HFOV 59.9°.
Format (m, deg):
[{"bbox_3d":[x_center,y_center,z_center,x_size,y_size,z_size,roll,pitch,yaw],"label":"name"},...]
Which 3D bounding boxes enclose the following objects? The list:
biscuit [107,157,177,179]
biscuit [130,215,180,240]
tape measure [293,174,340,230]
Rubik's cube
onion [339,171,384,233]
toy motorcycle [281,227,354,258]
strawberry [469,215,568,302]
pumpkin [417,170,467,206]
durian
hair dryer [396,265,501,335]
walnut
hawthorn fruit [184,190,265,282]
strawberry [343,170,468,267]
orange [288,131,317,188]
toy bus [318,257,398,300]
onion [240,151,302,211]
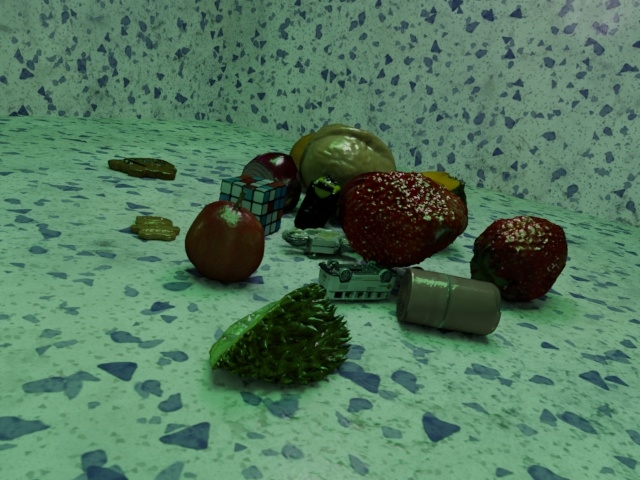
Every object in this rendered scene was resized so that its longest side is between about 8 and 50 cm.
[{"bbox_3d":[-0.706,-0.307,2.273,0.278,0.043,0.301,10,17,-2],"label":"biscuit"},{"bbox_3d":[-0.464,-0.039,1.572,0.134,0.027,0.184,6,17,-10],"label":"biscuit"},{"bbox_3d":[0.002,-0.120,1.827,0.112,0.199,0.186,30,19,2],"label":"tape measure"},{"bbox_3d":[-0.213,-0.107,1.721,0.155,0.154,0.151,15,18,18],"label":"Rubik's cube"},{"bbox_3d":[0.189,-0.095,1.751,0.276,0.276,0.276,9,17,-3],"label":"onion"},{"bbox_3d":[0.000,0.000,1.638,0.229,0.074,0.151,5,15,-11],"label":"toy motorcycle"},{"bbox_3d":[0.564,0.036,1.547,0.288,0.238,0.250,-21,37,-14],"label":"strawberry"},{"bbox_3d":[0.407,-0.112,1.935,0.242,0.232,0.325,-18,21,1],"label":"pumpkin"},{"bbox_3d":[-0.055,0.177,1.043,0.198,0.163,0.394,-26,3,17],"label":"durian"},{"bbox_3d":[0.287,0.119,1.368,0.211,0.125,0.352,10,10,-3],"label":"hair dryer"},{"bbox_3d":[0.098,-0.251,2.052,0.381,0.381,0.381,9,17,-3],"label":"walnut"},{"bbox_3d":[-0.213,-0.015,1.306,0.197,0.225,0.196,17,25,-8],"label":"hawthorn fruit"},{"bbox_3d":[0.232,-0.055,1.445,0.312,0.267,0.351,-24,16,-11],"label":"strawberry"},{"bbox_3d":[-0.004,-0.335,2.409,0.274,0.274,0.274,9,17,-3],"label":"orange"},{"bbox_3d":[0.089,0.098,1.337,0.194,0.089,0.087,3,16,-26],"label":"toy bus"},{"bbox_3d":[-0.165,-0.221,2.030,0.216,0.206,0.207,22,20,31],"label":"onion"}]
